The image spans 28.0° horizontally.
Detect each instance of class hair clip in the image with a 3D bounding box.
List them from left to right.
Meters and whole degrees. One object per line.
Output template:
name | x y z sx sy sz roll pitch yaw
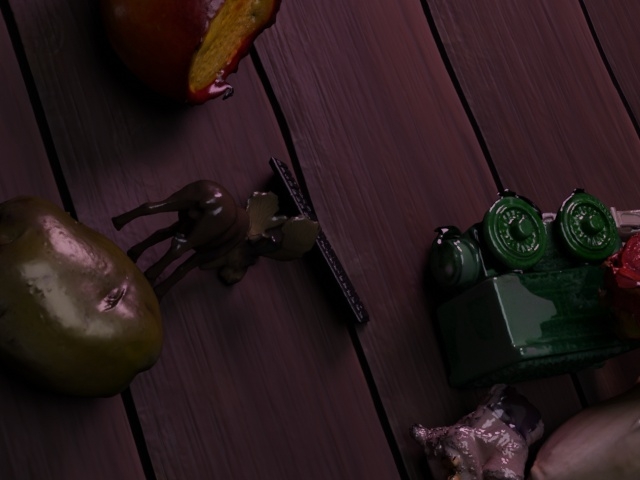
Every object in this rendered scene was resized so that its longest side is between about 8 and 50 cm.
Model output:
hair clip | 0.381 -0.025 1.630 0.226 0.072 0.034 3 69 -32

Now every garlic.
garlic | 0.373 0.265 1.419 0.249 0.286 0.313 25 39 28

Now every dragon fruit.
dragon fruit | 0.381 0.054 1.387 0.133 0.150 0.207 33 6 34

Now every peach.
peach | -0.127 -0.252 1.348 0.196 0.190 0.226 12 55 -40

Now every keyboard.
keyboard | 0.000 0.000 1.393 0.202 0.011 0.067 61 9 7

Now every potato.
potato | -0.235 0.056 1.159 0.200 0.137 0.154 46 62 -14

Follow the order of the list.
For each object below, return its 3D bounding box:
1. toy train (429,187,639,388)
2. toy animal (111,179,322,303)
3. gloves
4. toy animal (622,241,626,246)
toy train | 0.247 0.053 1.463 0.266 0.145 0.202 -5 73 -33
toy animal | -0.096 -0.005 1.279 0.186 0.214 0.094 -30 75 -8
gloves | 0.171 0.221 1.364 0.144 0.094 0.110 -22 75 -21
toy animal | 0.396 0.033 1.612 0.124 0.085 0.071 -12 91 -30
